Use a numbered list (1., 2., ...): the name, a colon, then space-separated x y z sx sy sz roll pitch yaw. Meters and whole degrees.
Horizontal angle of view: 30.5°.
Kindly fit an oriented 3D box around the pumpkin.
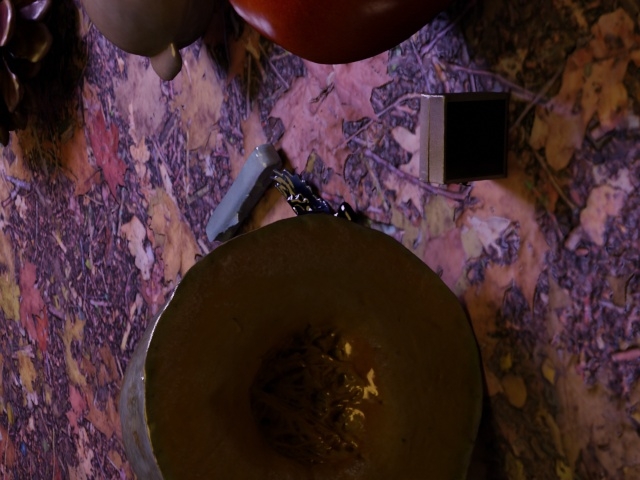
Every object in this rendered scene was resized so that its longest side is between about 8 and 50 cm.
1. pumpkin: -0.029 0.152 1.123 0.199 0.332 0.332 148 110 -66

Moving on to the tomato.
1. tomato: 0.027 -0.305 1.016 0.298 0.226 0.298 32 128 52

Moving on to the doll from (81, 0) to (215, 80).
1. doll: -0.177 -0.358 1.344 0.235 0.174 0.330 51 134 28

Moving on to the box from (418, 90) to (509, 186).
1. box: 0.127 -0.090 1.040 0.035 0.079 0.083 13 107 52

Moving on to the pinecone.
1. pinecone: -0.603 -0.327 1.800 0.384 0.384 0.384 15 108 53

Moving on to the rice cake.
1. rice cake: -0.092 -0.050 1.404 0.180 0.030 0.042 -52 57 47

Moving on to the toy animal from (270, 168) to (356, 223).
1. toy animal: 0.000 0.000 1.272 0.220 0.062 0.108 63 159 24
